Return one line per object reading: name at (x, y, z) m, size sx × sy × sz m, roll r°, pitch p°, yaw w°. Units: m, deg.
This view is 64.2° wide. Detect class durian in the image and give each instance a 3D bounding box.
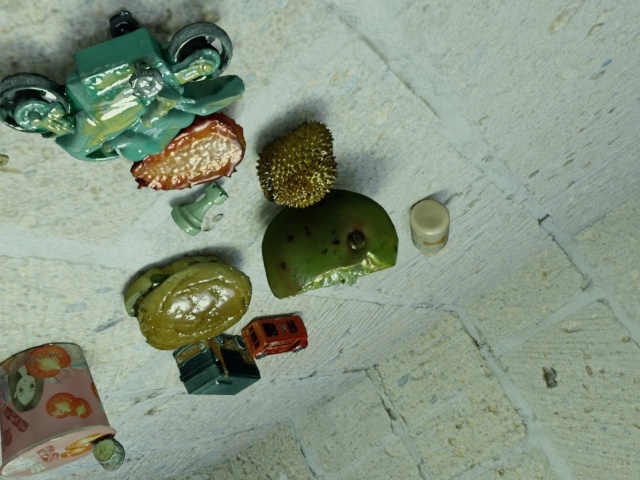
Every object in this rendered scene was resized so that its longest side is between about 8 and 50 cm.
durian at (-0.039, -0.133, 0.943) m, size 0.168 × 0.137 × 0.158 m, roll -36°, pitch 134°, yaw -4°

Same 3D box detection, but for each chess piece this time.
chess piece at (-0.224, -0.063, 0.965) m, size 0.103 × 0.067 × 0.067 m, roll -40°, pitch 153°, yaw 5°

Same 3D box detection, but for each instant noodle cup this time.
instant noodle cup at (-0.630, 0.389, 1.194) m, size 0.242 × 0.231 × 0.243 m, roll -22°, pitch 154°, yaw -11°

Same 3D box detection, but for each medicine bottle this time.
medicine bottle at (0.328, -0.023, 1.532) m, size 0.114 × 0.114 × 0.252 m, roll -28°, pitch 156°, yaw 0°

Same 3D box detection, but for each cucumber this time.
cucumber at (-0.496, 0.502, 1.204) m, size 0.064 × 0.064 × 0.112 m, roll -17°, pitch 151°, yaw -22°

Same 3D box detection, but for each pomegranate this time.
pomegranate at (0.000, 0.000, 1.163) m, size 0.309 × 0.216 × 0.358 m, roll -17°, pitch -177°, yaw -23°

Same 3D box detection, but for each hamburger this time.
hamburger at (-0.300, 0.151, 1.200) m, size 0.284 × 0.134 × 0.265 m, roll -19°, pitch 155°, yaw -23°

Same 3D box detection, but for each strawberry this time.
strawberry at (-0.212, -0.148, 0.812) m, size 0.188 × 0.082 × 0.121 m, roll -18°, pitch 139°, yaw 0°

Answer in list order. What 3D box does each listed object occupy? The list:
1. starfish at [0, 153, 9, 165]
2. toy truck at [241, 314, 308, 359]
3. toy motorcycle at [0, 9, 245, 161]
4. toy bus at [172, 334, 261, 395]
starfish at (-0.563, -0.048, 0.651) m, size 0.299 × 0.060 × 0.302 m, roll -34°, pitch 161°, yaw 25°
toy truck at (-0.132, 0.314, 1.700) m, size 0.252 × 0.108 × 0.114 m, roll 2°, pitch 142°, yaw -46°
toy motorcycle at (-0.244, -0.178, 0.676) m, size 0.296 × 0.109 × 0.198 m, roll -23°, pitch 155°, yaw -4°
toy bus at (-0.316, 0.389, 1.587) m, size 0.138 × 0.167 × 0.275 m, roll -33°, pitch 154°, yaw 10°
